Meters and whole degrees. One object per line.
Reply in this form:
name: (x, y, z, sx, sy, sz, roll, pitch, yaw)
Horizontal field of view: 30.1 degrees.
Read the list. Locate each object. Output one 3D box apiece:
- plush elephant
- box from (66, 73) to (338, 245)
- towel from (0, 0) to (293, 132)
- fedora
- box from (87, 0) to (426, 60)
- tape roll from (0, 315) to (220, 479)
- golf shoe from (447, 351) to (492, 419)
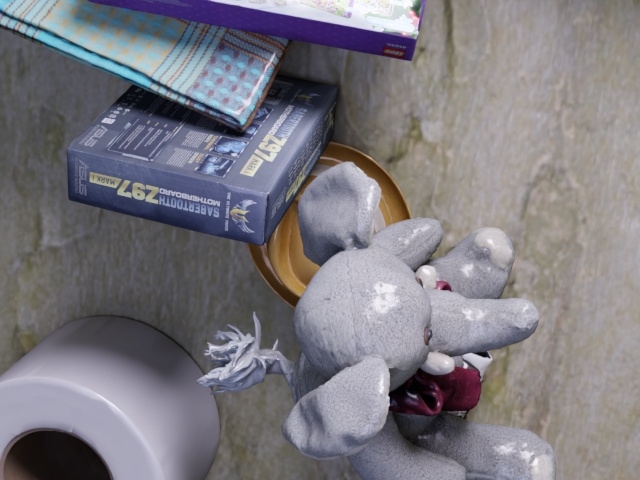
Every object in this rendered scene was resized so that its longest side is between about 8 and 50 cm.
plush elephant: (0.067, 0.084, 1.017, 0.330, 0.255, 0.271, 2, 72, -9)
box: (-0.100, -0.092, 1.095, 0.184, 0.232, 0.059, 12, 123, 10)
towel: (-0.176, -0.285, 1.084, 0.370, 0.040, 0.271, 25, 78, 7)
fedora: (0.000, 0.000, 1.186, 0.194, 0.079, 0.194, 4, 108, 14)
box: (-0.043, -0.282, 1.038, 0.293, 0.057, 0.200, 11, 77, 2)
tape roll: (-0.248, 0.222, 1.277, 0.246, 0.169, 0.246, 5, 109, 14)
golf shoe: (0.134, 0.153, 1.204, 0.094, 0.077, 0.198, -13, 105, 18)
